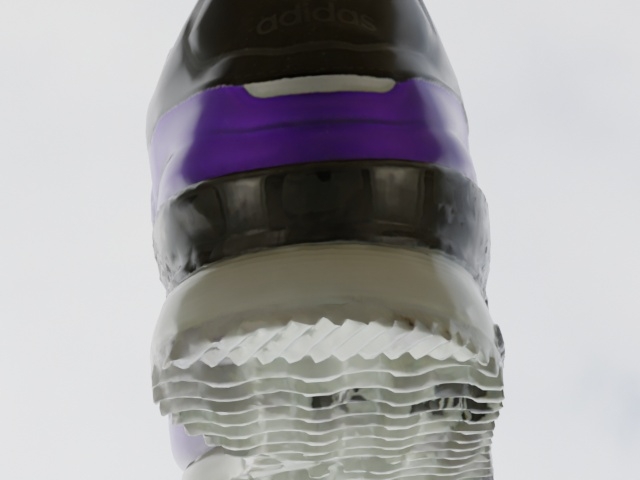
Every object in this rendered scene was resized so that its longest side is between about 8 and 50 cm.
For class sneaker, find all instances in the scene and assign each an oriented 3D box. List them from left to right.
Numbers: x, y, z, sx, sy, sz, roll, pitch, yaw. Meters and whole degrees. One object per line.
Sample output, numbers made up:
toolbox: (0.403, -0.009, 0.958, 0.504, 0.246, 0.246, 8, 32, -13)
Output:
sneaker: (0.001, 0.000, 0.496, 0.102, 0.293, 0.146, -3, -108, -5)
